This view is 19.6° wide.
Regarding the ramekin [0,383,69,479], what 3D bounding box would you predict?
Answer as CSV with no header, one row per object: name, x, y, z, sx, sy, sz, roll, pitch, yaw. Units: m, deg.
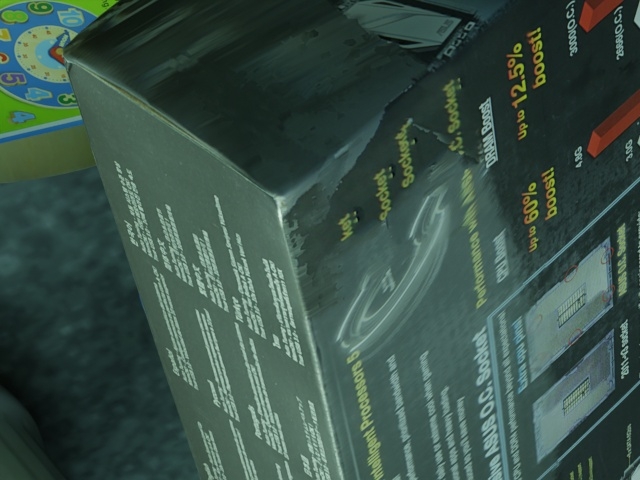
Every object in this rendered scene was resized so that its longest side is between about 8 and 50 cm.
ramekin,-0.156,0.176,0.583,0.273,0.127,0.273,-44,160,-21

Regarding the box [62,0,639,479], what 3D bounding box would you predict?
box,0.070,0.001,0.542,0.242,0.076,0.307,-41,145,-23

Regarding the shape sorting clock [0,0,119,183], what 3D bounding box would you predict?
shape sorting clock,-0.094,-0.087,0.482,0.206,0.040,0.206,-4,142,-3

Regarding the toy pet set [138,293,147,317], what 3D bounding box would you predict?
toy pet set,0.000,0.000,0.568,0.114,0.065,0.122,-20,161,-3
